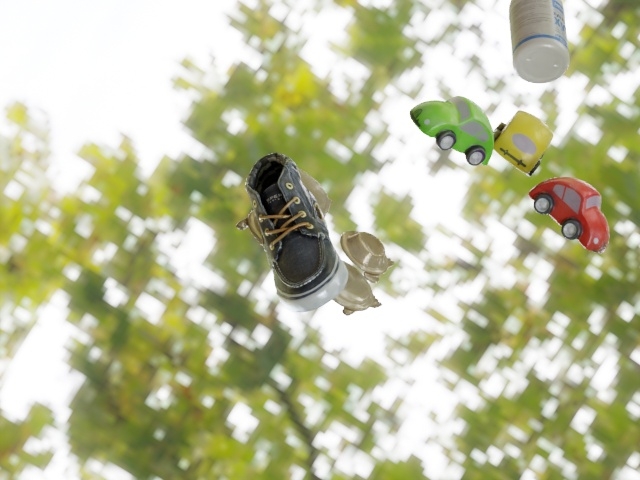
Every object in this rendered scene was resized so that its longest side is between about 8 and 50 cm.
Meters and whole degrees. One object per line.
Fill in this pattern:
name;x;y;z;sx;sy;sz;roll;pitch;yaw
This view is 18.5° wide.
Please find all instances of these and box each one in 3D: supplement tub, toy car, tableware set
supplement tub;0.265;-0.250;2.394;0.071;0.071;0.107;-45;-148;40
toy car;0.192;-0.098;2.054;0.053;0.225;0.239;-54;-146;18
tableware set;0.000;0.000;1.850;0.020;0.168;0.141;-51;177;32

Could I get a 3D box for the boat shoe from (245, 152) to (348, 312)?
boat shoe;-0.028;-0.008;1.710;0.065;0.083;0.183;-28;-155;5
